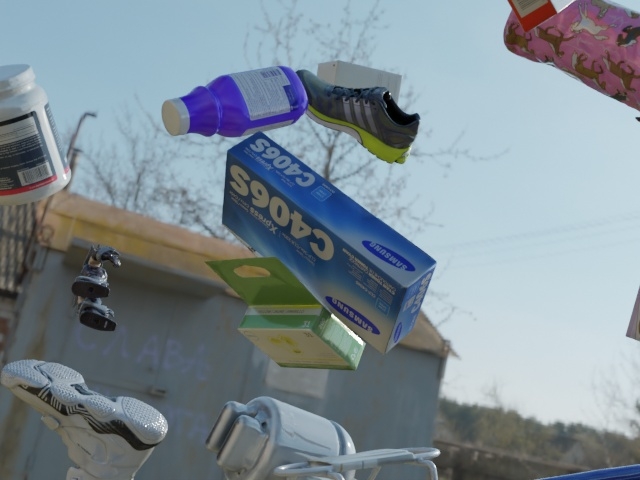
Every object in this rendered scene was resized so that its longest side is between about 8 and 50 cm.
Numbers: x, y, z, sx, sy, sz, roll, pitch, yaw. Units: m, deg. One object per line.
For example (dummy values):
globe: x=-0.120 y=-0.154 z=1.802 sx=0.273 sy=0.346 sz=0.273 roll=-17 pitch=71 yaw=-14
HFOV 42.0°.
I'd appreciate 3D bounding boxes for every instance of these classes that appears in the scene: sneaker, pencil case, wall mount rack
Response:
sneaker: x=-0.524 y=0.404 z=1.759 sx=0.366 sy=0.210 sz=0.137 roll=24 pitch=9 yaw=-3
sneaker: x=0.081 y=-0.285 z=1.748 sx=0.300 sy=0.111 sz=0.121 roll=28 pitch=-48 yaw=-8
pencil case: x=0.532 y=-0.358 z=1.569 sx=0.386 sy=0.167 sz=0.160 roll=39 pitch=6 yaw=32
wall mount rack: x=0.054 y=0.476 z=1.606 sx=0.350 sy=0.130 sz=0.304 roll=1 pitch=-11 yaw=-28

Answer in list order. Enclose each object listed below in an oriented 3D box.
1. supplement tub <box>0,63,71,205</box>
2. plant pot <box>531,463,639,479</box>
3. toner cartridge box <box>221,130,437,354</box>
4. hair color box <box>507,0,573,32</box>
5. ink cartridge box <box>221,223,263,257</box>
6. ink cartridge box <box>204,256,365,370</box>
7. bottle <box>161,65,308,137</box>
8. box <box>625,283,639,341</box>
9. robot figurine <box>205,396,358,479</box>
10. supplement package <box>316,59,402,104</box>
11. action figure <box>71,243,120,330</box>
supplement tub: x=-0.674 y=-0.230 z=1.825 sx=0.191 sy=0.272 sz=0.191 roll=-8 pitch=26 yaw=4
plant pot: x=0.274 y=0.361 z=0.790 sx=0.236 sy=0.212 sz=0.236 roll=-14 pitch=2 yaw=16
toner cartridge box: x=0.000 y=0.000 z=1.242 sx=0.348 sy=0.075 sz=0.165 roll=38 pitch=-36 yaw=22
hair color box: x=0.293 y=-0.344 z=1.108 sx=0.053 sy=0.093 sz=0.167 roll=-26 pitch=9 yaw=39
ink cartridge box: x=-0.093 y=0.001 z=1.436 sx=0.150 sy=0.063 sz=0.109 roll=43 pitch=-3 yaw=-3
ink cartridge box: x=-0.063 y=0.117 z=1.289 sx=0.171 sy=0.056 sz=0.235 roll=-5 pitch=-39 yaw=43
bottle: x=-0.159 y=-0.253 z=1.562 sx=0.283 sy=0.118 sz=0.092 roll=-20 pitch=-11 yaw=-36
box: x=0.686 y=0.049 z=1.655 sx=0.067 sy=0.324 sz=0.063 roll=22 pitch=15 yaw=39
robot figurine: x=-0.067 y=0.461 z=1.789 sx=0.353 sy=0.199 sz=0.300 roll=28 pitch=4 yaw=-30
supplement package: x=0.087 y=-0.357 z=1.983 sx=0.179 sy=0.105 sz=0.105 roll=7 pitch=4 yaw=-28
action figure: x=-0.505 y=0.112 z=1.870 sx=0.099 sy=0.185 sz=0.285 roll=5 pitch=11 yaw=-15
